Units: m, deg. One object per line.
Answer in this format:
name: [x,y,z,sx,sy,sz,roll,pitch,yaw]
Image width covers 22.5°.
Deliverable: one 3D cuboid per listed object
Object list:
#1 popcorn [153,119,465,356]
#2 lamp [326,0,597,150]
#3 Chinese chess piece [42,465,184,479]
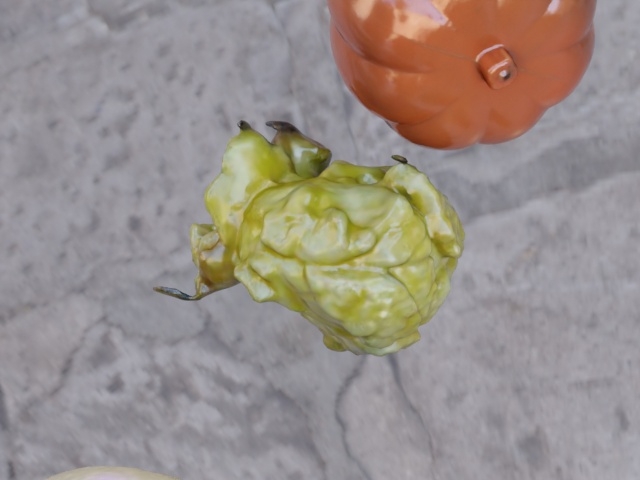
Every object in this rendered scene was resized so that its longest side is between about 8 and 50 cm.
popcorn: [-0.001,0.002,1.130,0.195,0.168,0.173,26,104,7]
lamp: [0.098,-0.150,1.091,0.187,0.188,0.164,-22,37,0]
Chinese chess piece: [-0.084,0.243,0.841,0.270,0.270,0.112,13,42,21]
